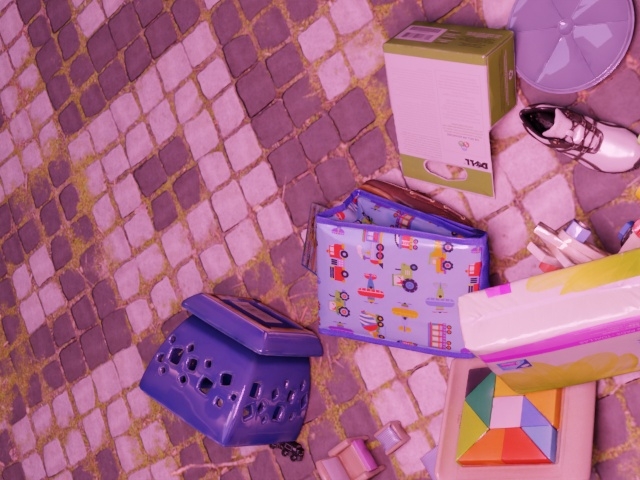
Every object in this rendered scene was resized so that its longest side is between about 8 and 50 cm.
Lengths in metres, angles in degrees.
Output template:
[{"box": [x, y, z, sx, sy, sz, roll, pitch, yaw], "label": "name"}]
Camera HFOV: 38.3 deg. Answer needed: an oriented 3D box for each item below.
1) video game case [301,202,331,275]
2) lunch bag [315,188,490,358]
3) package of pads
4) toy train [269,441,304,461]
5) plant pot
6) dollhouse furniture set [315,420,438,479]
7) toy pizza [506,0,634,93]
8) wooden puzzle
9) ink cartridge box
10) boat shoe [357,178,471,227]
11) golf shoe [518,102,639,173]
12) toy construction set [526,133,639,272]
[{"box": [0.000, 0.000, 1.634, 0.166, 0.015, 0.119, -150, 69, -73], "label": "video game case"}, {"box": [0.148, 0.067, 1.484, 0.293, 0.138, 0.220, 15, 121, 30], "label": "lunch bag"}, {"box": [0.367, 0.117, 1.267, 0.297, 0.229, 0.101, -16, 59, 23], "label": "package of pads"}, {"box": [-0.094, 0.372, 1.752, 0.158, 0.027, 0.036, 22, 99, 34], "label": "toy train"}, {"box": [-0.148, 0.225, 1.675, 0.236, 0.236, 0.212, 26, 98, 33], "label": "plant pot"}, {"box": [0.160, 0.391, 1.462, 0.303, 0.198, 0.286, -43, 66, 27], "label": "dollhouse furniture set"}, {"box": [0.381, -0.324, 1.412, 0.201, 0.032, 0.201, 0, 89, 35], "label": "toy pizza"}, {"box": [0.292, 0.264, 1.400, 0.239, 0.044, 0.220, -9, 52, 34], "label": "wooden puzzle"}, {"box": [0.216, -0.213, 1.503, 0.189, 0.097, 0.255, 16, 133, 35], "label": "ink cartridge box"}, {"box": [0.157, -0.049, 1.553, 0.207, 0.073, 0.073, 34, 150, 27], "label": "boat shoe"}, {"box": [0.382, -0.152, 1.372, 0.198, 0.094, 0.077, 24, 102, 32], "label": "golf shoe"}, {"box": [0.447, -0.046, 1.247, 0.328, 0.215, 0.151, -45, 64, 27], "label": "toy construction set"}]
